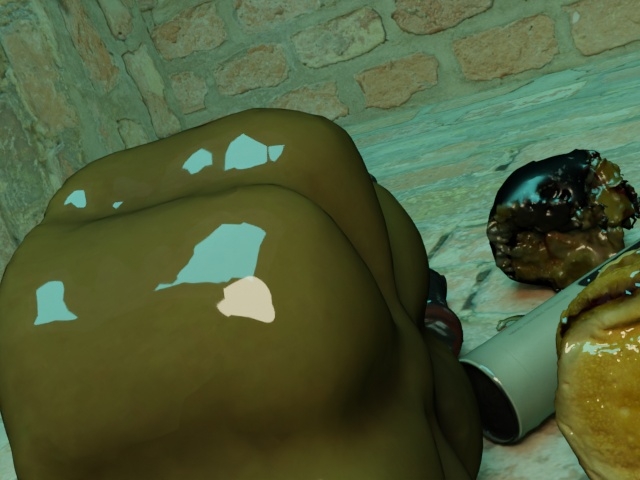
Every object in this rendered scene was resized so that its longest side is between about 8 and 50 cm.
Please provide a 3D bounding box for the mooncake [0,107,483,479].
[{"bbox_3d":[-0.030,0.126,0.668,0.262,0.467,0.467,-17,17,15],"label":"mooncake"}]

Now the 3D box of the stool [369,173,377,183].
[{"bbox_3d":[0.000,0.000,1.510,0.272,0.179,0.272,-19,17,6],"label":"stool"}]

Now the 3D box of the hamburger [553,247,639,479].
[{"bbox_3d":[0.323,0.115,0.709,0.244,0.244,0.163,-13,-3,24],"label":"hamburger"}]

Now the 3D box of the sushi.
[{"bbox_3d":[0.357,-0.031,1.197,0.200,0.213,0.204,12,44,21],"label":"sushi"}]

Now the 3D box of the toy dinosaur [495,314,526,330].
[{"bbox_3d":[0.309,0.098,1.080,0.180,0.037,0.058,-13,23,28],"label":"toy dinosaur"}]

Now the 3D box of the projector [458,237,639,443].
[{"bbox_3d":[0.307,0.102,0.949,0.337,0.108,0.108,-29,18,-24],"label":"projector"}]

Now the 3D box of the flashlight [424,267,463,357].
[{"bbox_3d":[0.150,0.101,1.176,0.093,0.093,0.232,-19,14,8],"label":"flashlight"}]
